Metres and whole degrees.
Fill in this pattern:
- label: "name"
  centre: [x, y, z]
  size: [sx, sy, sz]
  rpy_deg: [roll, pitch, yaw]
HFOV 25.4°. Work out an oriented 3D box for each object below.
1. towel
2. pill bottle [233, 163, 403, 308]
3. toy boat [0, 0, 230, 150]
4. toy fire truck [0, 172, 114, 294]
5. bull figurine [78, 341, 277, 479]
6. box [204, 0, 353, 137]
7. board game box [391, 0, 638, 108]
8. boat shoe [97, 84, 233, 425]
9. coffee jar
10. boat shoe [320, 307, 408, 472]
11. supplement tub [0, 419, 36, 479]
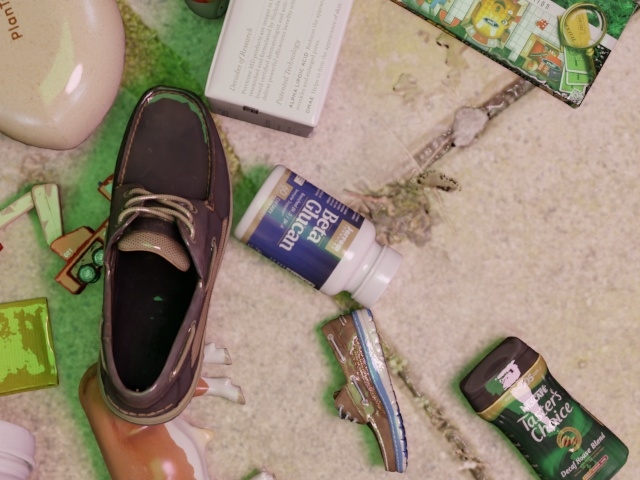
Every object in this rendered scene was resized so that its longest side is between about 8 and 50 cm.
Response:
- label: "towel"
  centre: [-0.408, 0.128, 1.541]
  size: [0.237, 0.021, 0.102]
  rpy_deg: [-9, 91, -3]
- label: "pill bottle"
  centre: [0.000, 0.000, 1.524]
  size: [0.169, 0.094, 0.094]
  rpy_deg: [32, 88, -2]
- label: "toy boat"
  centre: [-0.240, -0.238, 1.502]
  size: [0.318, 0.148, 0.267]
  rpy_deg: [-16, 86, 5]
- label: "toy fire truck"
  centre: [-0.282, -0.014, 1.534]
  size: [0.135, 0.047, 0.192]
  rpy_deg: [41, 87, 0]
- label: "bull figurine"
  centre: [-0.145, 0.260, 1.515]
  size: [0.188, 0.101, 0.310]
  rpy_deg: [-21, 92, -6]
- label: "box"
  centre: [-0.039, -0.211, 1.479]
  size: [0.119, 0.181, 0.181]
  rpy_deg: [16, 90, -2]
- label: "board game box"
  centre: [0.206, -0.268, 1.568]
  size: [0.260, 0.030, 0.136]
  rpy_deg: [29, 86, -2]
- label: "boat shoe"
  centre: [-0.155, 0.008, 1.441]
  size: [0.132, 0.130, 0.355]
  rpy_deg: [3, 79, -5]
- label: "coffee jar"
  centre: [0.241, 0.195, 1.544]
  size: [0.096, 0.079, 0.184]
  rpy_deg: [-44, 91, -3]
- label: "boat shoe"
  centre: [0.048, 0.168, 1.546]
  size: [0.066, 0.066, 0.183]
  rpy_deg: [-16, 81, 2]
- label: "supplement tub"
  centre: [-0.399, 0.350, 1.400]
  size: [0.241, 0.241, 0.331]
  rpy_deg: [3, 70, -3]
